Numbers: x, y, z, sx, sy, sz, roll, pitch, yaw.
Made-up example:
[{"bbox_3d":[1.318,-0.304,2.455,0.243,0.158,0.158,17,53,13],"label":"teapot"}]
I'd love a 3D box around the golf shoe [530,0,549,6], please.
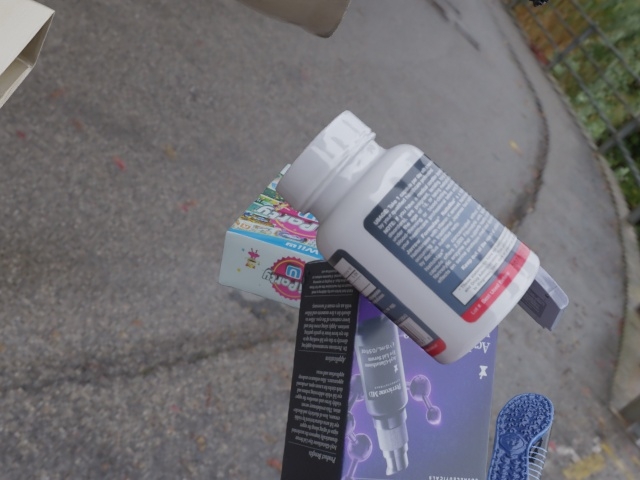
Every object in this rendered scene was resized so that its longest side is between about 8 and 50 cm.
[{"bbox_3d":[0.235,-0.272,0.764,0.094,0.198,0.077,-38,96,-35],"label":"golf shoe"}]

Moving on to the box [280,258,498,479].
[{"bbox_3d":[0.063,0.126,0.837,0.153,0.207,0.108,9,-9,-28],"label":"box"}]

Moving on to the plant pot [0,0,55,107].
[{"bbox_3d":[-0.343,-0.194,0.941,0.096,0.109,0.109,34,56,-12],"label":"plant pot"}]

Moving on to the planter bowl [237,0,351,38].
[{"bbox_3d":[-0.030,-0.195,0.483,0.109,0.162,0.162,11,27,-10],"label":"planter bowl"}]

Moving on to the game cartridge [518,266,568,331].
[{"bbox_3d":[0.183,0.038,0.839,0.083,0.017,0.056,46,-19,22],"label":"game cartridge"}]

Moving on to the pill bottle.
[{"bbox_3d":[0.060,-0.007,0.693,0.180,0.108,0.108,43,18,1],"label":"pill bottle"}]

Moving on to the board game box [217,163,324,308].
[{"bbox_3d":[0.000,0.000,1.479,0.223,0.098,0.303,17,27,8],"label":"board game box"}]

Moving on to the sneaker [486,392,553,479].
[{"bbox_3d":[0.288,0.323,1.389,0.081,0.091,0.232,11,35,22],"label":"sneaker"}]
